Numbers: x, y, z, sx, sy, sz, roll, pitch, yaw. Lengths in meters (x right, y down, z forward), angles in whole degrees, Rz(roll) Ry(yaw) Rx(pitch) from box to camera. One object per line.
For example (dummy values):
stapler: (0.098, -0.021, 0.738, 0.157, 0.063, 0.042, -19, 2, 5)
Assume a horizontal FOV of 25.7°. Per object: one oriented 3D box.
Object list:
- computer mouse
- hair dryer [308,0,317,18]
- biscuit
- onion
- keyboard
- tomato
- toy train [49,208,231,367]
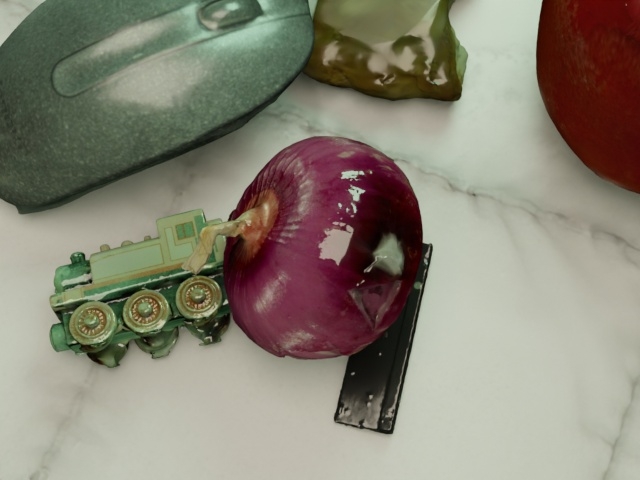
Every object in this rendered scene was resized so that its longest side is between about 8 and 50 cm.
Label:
computer mouse: (-0.186, -0.160, 1.364, 0.374, 0.114, 0.203, -29, 74, 6)
hair dryer: (-0.014, -0.273, 1.412, 0.082, 0.047, 0.137, 12, 84, 12)
biscuit: (0.071, -0.291, 1.460, 0.329, 0.078, 0.335, -32, 73, -4)
onion: (0.010, 0.007, 1.295, 0.201, 0.200, 0.207, 32, 56, 10)
keyboard: (0.064, 0.091, 1.373, 0.060, 0.018, 0.195, 11, 73, 12)
tomato: (0.363, -0.196, 1.322, 0.325, 0.293, 0.289, 23, 63, -2)
toy train: (-0.171, 0.048, 1.361, 0.194, 0.080, 0.125, -13, 64, -2)
